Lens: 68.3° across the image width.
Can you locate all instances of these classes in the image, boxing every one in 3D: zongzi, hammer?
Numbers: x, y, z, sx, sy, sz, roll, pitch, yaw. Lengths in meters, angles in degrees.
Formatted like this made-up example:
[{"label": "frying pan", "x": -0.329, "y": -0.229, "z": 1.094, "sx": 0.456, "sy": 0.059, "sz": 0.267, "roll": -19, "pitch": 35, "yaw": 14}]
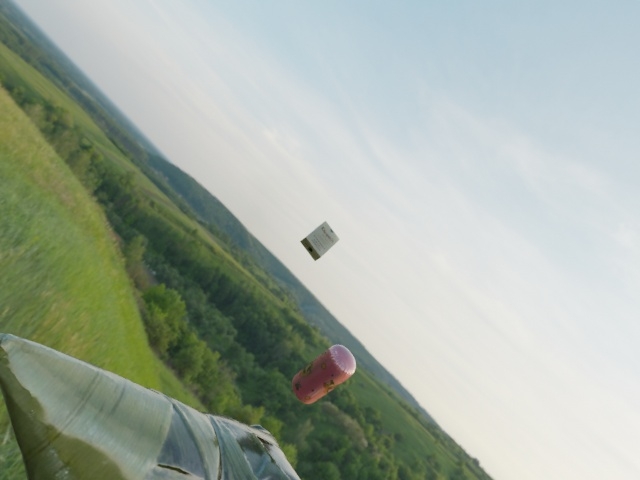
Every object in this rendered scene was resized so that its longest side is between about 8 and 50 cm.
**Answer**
[{"label": "zongzi", "x": -0.196, "y": 0.236, "z": 0.360, "sx": 0.317, "sy": 0.289, "sz": 0.154, "roll": 46, "pitch": -9, "yaw": -37}, {"label": "hammer", "x": 0.003, "y": 0.149, "z": 0.529, "sx": 0.043, "sy": 0.083, "sz": 0.043, "roll": 33, "pitch": 30, "yaw": -22}]

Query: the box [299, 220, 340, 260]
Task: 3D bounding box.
[{"label": "box", "x": 0.000, "y": 0.000, "z": 0.984, "sx": 0.024, "sy": 0.083, "sz": 0.053, "roll": -34, "pitch": -86, "yaw": 40}]
